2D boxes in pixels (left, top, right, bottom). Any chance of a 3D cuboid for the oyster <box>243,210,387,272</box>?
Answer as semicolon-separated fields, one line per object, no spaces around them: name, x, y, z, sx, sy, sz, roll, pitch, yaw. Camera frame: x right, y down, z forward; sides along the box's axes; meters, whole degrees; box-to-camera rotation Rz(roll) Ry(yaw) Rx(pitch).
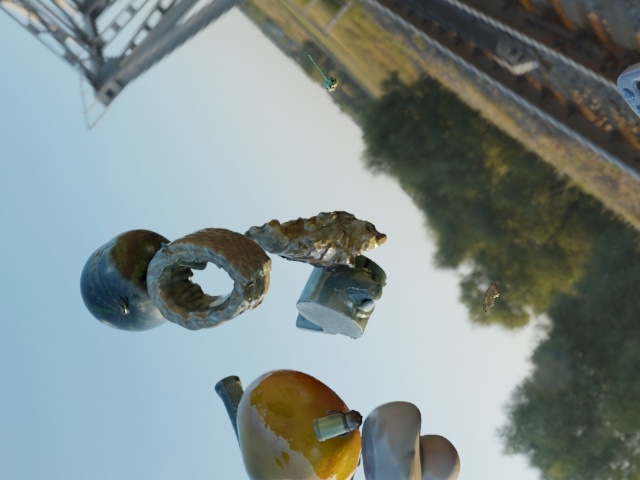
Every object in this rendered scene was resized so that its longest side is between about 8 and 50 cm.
oyster;-0.001;0.005;2.033;0.341;0.166;0.110;12;-123;-28

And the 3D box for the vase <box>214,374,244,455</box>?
vase;-0.207;0.467;2.307;0.219;0.096;0.096;60;-166;26

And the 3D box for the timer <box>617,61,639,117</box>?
timer;0.743;-0.299;1.861;0.208;0.069;0.191;49;173;-8

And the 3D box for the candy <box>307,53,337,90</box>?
candy;0.001;-0.295;1.527;0.083;0.025;0.023;44;-140;-33

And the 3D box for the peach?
peach;-0.058;0.442;2.030;0.289;0.289;0.308;35;-140;-48

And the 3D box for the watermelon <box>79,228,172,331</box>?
watermelon;-0.455;0.101;2.137;0.269;0.269;0.269;43;-171;-8

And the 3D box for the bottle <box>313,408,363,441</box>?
bottle;0.038;0.374;1.770;0.063;0.101;0.047;59;-165;-53

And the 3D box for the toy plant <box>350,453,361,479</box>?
toy plant;0.049;0.597;2.435;0.143;0.105;0.200;8;-146;-4

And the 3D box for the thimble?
thimble;-0.229;0.080;1.777;0.229;0.196;0.148;15;-161;17

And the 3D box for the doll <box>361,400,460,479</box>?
doll;0.198;0.459;1.859;0.221;0.221;0.251;-116;21;-65

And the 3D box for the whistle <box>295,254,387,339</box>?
whistle;0.049;0.156;2.262;0.188;0.168;0.405;24;159;3

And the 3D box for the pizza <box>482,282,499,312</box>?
pizza;0.441;0.148;2.249;0.037;0.083;0.016;21;-179;34
